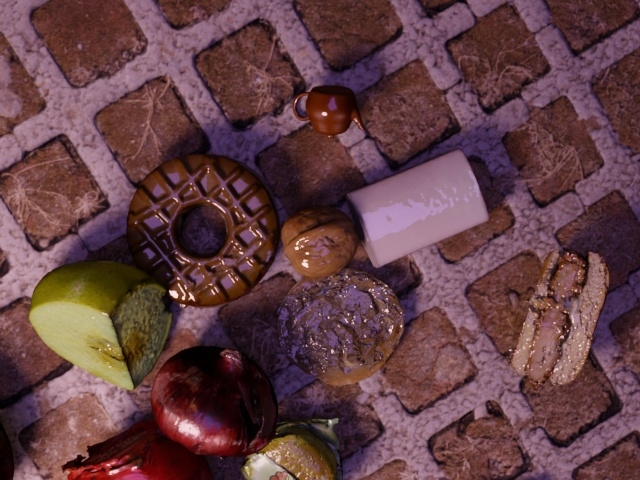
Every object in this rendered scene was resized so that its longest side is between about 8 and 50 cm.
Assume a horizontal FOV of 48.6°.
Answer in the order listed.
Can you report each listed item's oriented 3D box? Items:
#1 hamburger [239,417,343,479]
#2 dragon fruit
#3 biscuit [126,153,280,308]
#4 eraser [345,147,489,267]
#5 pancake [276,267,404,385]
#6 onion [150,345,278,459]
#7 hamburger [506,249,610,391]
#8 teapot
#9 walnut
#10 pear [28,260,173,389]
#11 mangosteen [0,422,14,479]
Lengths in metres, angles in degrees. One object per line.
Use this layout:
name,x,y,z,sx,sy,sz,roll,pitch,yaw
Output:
hamburger,-0.043,0.472,1.510,0.235,0.125,0.214,-34,105,11
dragon fruit,-0.358,0.512,1.411,0.295,0.295,0.301,-7,110,-5
biscuit,-0.242,-0.025,1.488,0.332,0.103,0.332,0,91,-5
eraser,0.209,-0.072,1.533,0.270,0.095,0.174,-23,94,-3
pancake,0.044,0.184,1.549,0.282,0.049,0.282,0,92,-4
onion,-0.191,0.301,1.417,0.272,0.272,0.195,30,119,-6
hamburger,0.523,0.158,1.540,0.155,0.245,0.282,19,135,19
teapot,0.018,-0.270,1.510,0.173,0.116,0.116,13,91,21
walnut,0.000,0.000,1.491,0.166,0.149,0.166,5,67,-13
pear,-0.453,0.146,1.435,0.292,0.292,0.159,29,49,-6
mangosteen,-0.760,0.442,1.353,0.330,0.330,0.330,0,92,-5
